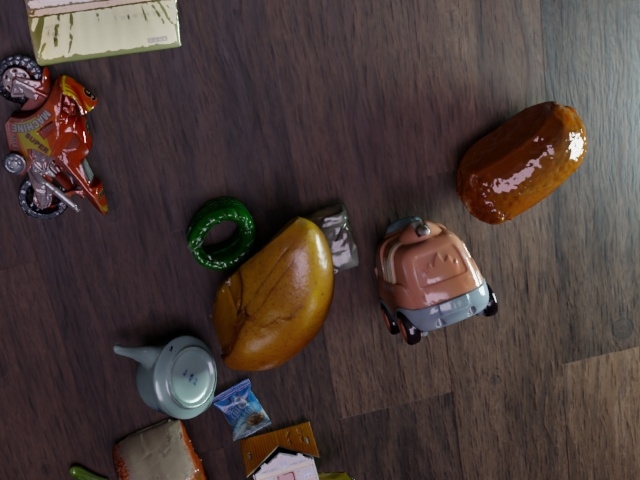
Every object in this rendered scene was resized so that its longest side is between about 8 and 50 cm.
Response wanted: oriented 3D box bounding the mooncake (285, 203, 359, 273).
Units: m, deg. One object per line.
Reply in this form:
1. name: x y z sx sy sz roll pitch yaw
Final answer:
1. mooncake: 0.000 0.000 1.824 0.130 0.073 0.125 -17 112 -2

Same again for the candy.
1. candy: -0.162 0.350 1.963 0.088 0.038 0.136 -30 123 -13

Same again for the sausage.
1. sausage: 0.378 -0.146 1.794 0.268 0.153 0.141 -38 125 6

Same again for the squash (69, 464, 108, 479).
1. squash: -0.474 0.484 1.960 0.089 0.027 0.027 34 103 -25

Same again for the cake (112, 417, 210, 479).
1. cake: -0.294 0.517 1.937 0.158 0.159 0.262 -25 117 -4

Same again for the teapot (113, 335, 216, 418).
1. teapot: -0.292 0.265 1.852 0.159 0.159 0.232 -37 125 5

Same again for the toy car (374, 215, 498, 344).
1. toy car: 0.197 0.060 1.803 0.181 0.270 0.212 -19 96 -8

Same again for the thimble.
1. thimble: -0.185 -0.012 1.773 0.130 0.090 0.118 -20 116 -2

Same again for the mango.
1. mango: -0.079 0.092 1.755 0.199 0.201 0.350 20 130 -17

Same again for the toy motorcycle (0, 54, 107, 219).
1. toy motorcycle: -0.459 -0.174 1.647 0.171 0.089 0.298 -9 114 -9

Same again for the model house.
1. model house: -0.057 0.451 1.968 0.219 0.207 0.135 -16 90 -3

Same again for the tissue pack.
1. tissue pack: -0.349 -0.366 1.550 0.234 0.159 0.125 -9 114 -8
